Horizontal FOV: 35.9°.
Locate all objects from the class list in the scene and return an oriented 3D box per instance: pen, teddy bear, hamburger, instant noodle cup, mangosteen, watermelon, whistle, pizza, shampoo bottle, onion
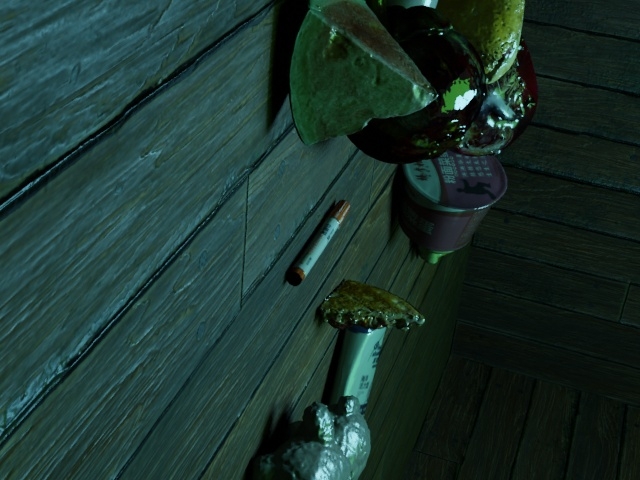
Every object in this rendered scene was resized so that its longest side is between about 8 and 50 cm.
[{"bbox_3d":[0.000,0.000,1.566,0.239,0.028,0.028,-56,156,-53],"label":"pen"},{"bbox_3d":[-0.012,0.371,1.634,0.267,0.151,0.236,-53,156,-56],"label":"teddy bear"},{"bbox_3d":[0.250,-0.387,1.759,0.163,0.245,0.244,67,39,-73],"label":"hamburger"},{"bbox_3d":[0.279,-0.097,2.206,0.178,0.235,0.234,103,10,-47],"label":"instant noodle cup"},{"bbox_3d":[0.119,-0.257,1.468,0.289,0.231,0.231,68,16,0],"label":"mangosteen"},{"bbox_3d":[0.037,-0.223,1.258,0.136,0.202,0.207,-35,-164,42],"label":"watermelon"},{"bbox_3d":[0.319,-0.008,2.613,0.294,0.141,0.141,66,40,-70],"label":"whistle"},{"bbox_3d":[0.065,0.127,1.795,0.193,0.201,0.053,-4,111,-34],"label":"pizza"},{"bbox_3d":[0.065,0.277,2.004,0.134,0.078,0.359,1,104,-72],"label":"shampoo bottle"},{"bbox_3d":[0.315,-0.323,2.061,0.314,0.232,0.313,1,89,-34],"label":"onion"}]

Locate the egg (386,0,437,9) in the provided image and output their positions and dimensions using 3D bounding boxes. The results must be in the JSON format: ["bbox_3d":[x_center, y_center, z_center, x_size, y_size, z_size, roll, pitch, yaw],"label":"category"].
[{"bbox_3d":[0.134,-0.391,1.540,0.103,0.103,0.135,-53,152,-58],"label":"egg"}]
